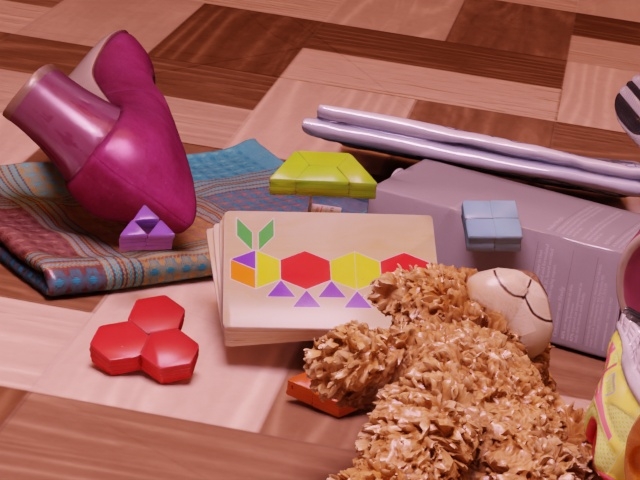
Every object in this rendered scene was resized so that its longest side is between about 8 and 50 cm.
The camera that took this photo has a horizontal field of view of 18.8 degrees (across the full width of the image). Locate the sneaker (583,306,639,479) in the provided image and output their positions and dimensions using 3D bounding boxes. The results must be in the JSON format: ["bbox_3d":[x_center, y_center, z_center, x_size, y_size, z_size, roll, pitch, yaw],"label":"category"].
[{"bbox_3d":[0.200,0.104,1.213,0.081,0.094,0.208,32,11,9],"label":"sneaker"}]

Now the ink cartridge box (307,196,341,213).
[{"bbox_3d":[0.000,0.000,1.644,0.028,0.083,0.048,8,19,2],"label":"ink cartridge box"}]

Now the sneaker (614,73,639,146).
[{"bbox_3d":[0.401,-0.042,1.908,0.162,0.106,0.281,47,15,-50],"label":"sneaker"}]

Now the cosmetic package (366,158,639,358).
[{"bbox_3d":[0.163,0.012,1.652,0.238,0.107,0.127,14,20,25],"label":"cosmetic package"}]

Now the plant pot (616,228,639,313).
[{"bbox_3d":[0.336,0.017,1.534,0.201,0.201,0.180,22,36,36],"label":"plant pot"}]

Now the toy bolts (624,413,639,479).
[{"bbox_3d":[0.132,0.195,0.993,0.158,0.218,0.228,-17,12,-38],"label":"toy bolts"}]

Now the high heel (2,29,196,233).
[{"bbox_3d":[-0.171,-0.086,1.763,0.181,0.127,0.377,40,14,-2],"label":"high heel"}]

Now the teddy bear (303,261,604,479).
[{"bbox_3d":[0.103,0.112,1.265,0.245,0.113,0.338,24,28,15],"label":"teddy bear"}]

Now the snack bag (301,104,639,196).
[{"bbox_3d":[0.160,-0.084,1.882,0.323,0.037,0.342,11,2,7],"label":"snack bag"}]

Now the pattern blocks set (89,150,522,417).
[{"bbox_3d":[0.001,0.029,1.510,0.325,0.026,0.285,6,42,3],"label":"pattern blocks set"}]

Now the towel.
[{"bbox_3d":[-0.140,-0.028,1.744,0.370,0.040,0.271,-7,23,-35],"label":"towel"}]
